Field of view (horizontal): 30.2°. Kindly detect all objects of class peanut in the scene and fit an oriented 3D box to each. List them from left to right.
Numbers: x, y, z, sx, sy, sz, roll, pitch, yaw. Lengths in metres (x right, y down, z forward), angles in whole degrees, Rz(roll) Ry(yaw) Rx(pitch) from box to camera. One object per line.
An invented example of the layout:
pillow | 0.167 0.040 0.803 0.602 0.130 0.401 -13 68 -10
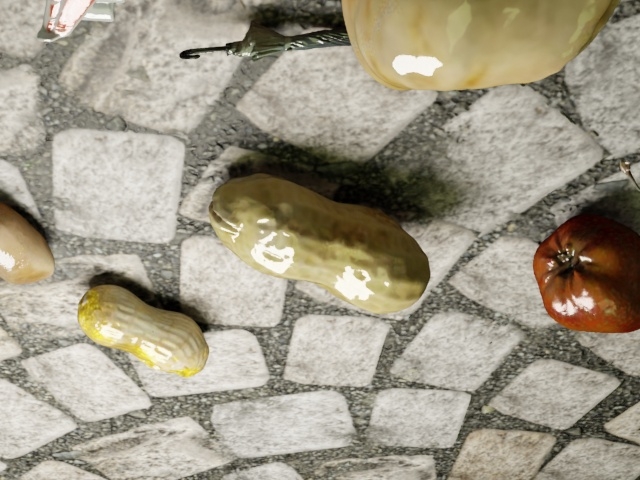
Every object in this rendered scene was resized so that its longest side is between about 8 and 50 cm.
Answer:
peanut | -0.393 0.005 1.494 0.076 0.076 0.152 -21 133 21
peanut | -0.239 0.124 1.627 0.207 0.087 0.087 30 130 -30
peanut | 0.000 0.000 1.464 0.290 0.130 0.130 21 135 -15

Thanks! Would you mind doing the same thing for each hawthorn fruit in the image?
hawthorn fruit | 0.376 0.054 1.527 0.204 0.162 0.163 18 136 -36

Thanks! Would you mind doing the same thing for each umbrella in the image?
umbrella | -0.020 -0.219 1.284 0.269 0.044 0.044 -7 114 -8

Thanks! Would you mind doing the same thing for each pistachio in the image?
pistachio | 0.163 -0.259 1.101 0.321 0.229 0.238 -38 95 24

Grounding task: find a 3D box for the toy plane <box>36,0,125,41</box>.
toy plane | -0.259 -0.293 1.119 0.252 0.118 0.252 -3 141 -3

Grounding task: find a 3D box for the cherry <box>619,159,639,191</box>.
cherry | 0.468 -0.095 1.385 0.188 0.115 0.148 37 145 -30
